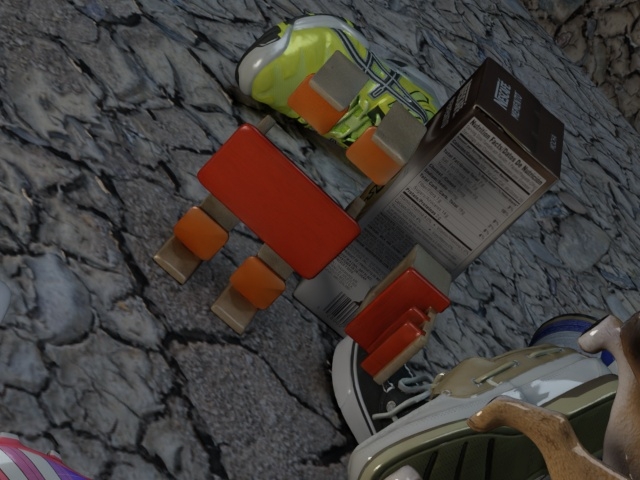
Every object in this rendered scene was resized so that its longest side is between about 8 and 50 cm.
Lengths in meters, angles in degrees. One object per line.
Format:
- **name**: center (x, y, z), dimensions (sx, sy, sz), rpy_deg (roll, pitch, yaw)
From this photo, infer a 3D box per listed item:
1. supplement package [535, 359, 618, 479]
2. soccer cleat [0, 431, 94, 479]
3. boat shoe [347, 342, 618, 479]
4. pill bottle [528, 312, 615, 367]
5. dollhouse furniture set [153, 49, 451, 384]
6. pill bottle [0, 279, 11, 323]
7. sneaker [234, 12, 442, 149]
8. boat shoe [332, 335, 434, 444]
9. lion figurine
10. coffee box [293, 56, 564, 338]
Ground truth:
- **supplement package**: center (0.306, 0.301, 1.304), dimensions (0.199, 0.198, 0.262), rpy_deg (36, 27, -13)
- **soccer cleat**: center (-0.184, 0.200, 0.898), dimensions (0.248, 0.083, 0.095), rpy_deg (25, 36, -38)
- **boat shoe**: center (0.140, 0.168, 1.182), dimensions (0.302, 0.113, 0.103), rpy_deg (-10, 35, -32)
- **pill bottle**: center (0.290, 0.179, 1.554), dimensions (0.123, 0.123, 0.219), rpy_deg (43, 26, -2)
- **dollhouse furniture set**: center (0.000, 0.000, 1.256), dimensions (0.259, 0.262, 0.135), rpy_deg (42, 28, -5)
- **pill bottle**: center (-0.342, 0.022, 0.869), dimensions (0.246, 0.136, 0.136), rpy_deg (35, 27, -16)
- **sneaker**: center (0.053, -0.182, 1.742), dimensions (0.385, 0.145, 0.147), rpy_deg (12, 39, -45)
- **boat shoe**: center (0.098, 0.188, 1.284), dimensions (0.113, 0.105, 0.306), rpy_deg (27, 30, -31)
- **lion figurine**: center (0.161, 0.239, 0.965), dimensions (0.240, 0.392, 0.142), rpy_deg (53, 38, 10)
- **coffee box**: center (0.119, -0.035, 1.432), dimensions (0.119, 0.297, 0.168), rpy_deg (40, 25, -7)
